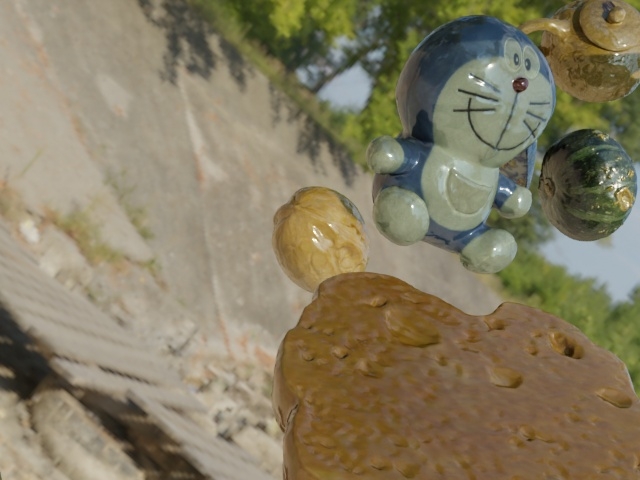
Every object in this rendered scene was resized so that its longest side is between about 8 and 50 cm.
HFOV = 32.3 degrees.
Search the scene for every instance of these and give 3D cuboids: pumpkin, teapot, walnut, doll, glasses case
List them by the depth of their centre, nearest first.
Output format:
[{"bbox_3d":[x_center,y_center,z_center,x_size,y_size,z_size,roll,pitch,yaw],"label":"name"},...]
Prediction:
[{"bbox_3d":[0.156,-0.112,1.198,0.228,0.258,0.154,17,17,-32],"label":"doll"},{"bbox_3d":[0.000,0.000,1.779,0.159,0.159,0.206,42,-8,37],"label":"walnut"},{"bbox_3d":[0.445,-0.092,1.845,0.190,0.146,0.190,161,-90,-84],"label":"pumpkin"},{"bbox_3d":[0.330,-0.180,1.915,0.087,0.065,0.248,25,-33,27],"label":"glasses case"},{"bbox_3d":[0.503,-0.369,2.012,0.311,0.203,0.167,5,-29,-6],"label":"teapot"}]

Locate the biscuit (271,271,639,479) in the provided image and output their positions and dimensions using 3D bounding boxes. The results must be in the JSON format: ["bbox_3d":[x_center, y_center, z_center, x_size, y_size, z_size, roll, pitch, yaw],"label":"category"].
[{"bbox_3d":[0.113,0.134,0.867,0.312,0.057,0.351,4,27,-13],"label":"biscuit"}]

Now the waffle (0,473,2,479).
[{"bbox_3d":[-0.403,0.416,1.193,0.114,0.260,0.376,7,16,-24],"label":"waffle"}]
